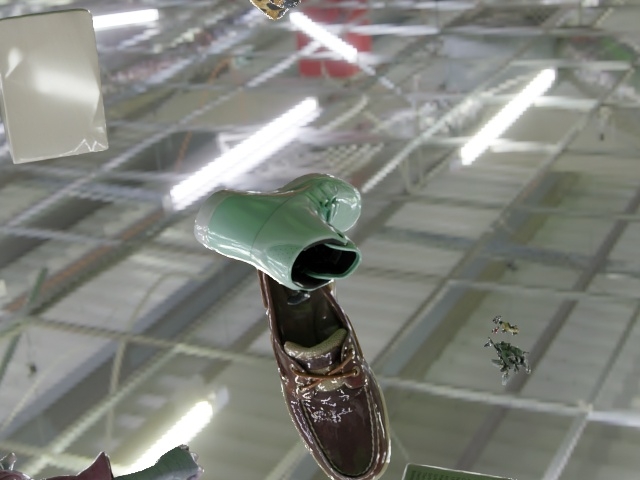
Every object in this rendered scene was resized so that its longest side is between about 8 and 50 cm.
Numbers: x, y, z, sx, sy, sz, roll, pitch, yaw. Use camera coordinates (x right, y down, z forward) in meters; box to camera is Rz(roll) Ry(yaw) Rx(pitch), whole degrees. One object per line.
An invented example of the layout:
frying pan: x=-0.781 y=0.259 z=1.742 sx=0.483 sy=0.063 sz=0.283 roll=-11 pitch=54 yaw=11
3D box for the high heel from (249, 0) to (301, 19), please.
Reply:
high heel: x=-0.053 y=-0.280 z=1.334 sx=0.093 sy=0.261 sz=0.186 roll=-12 pitch=-115 yaw=-2

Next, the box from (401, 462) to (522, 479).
box: x=0.185 y=0.246 z=0.851 sx=0.275 sy=0.094 sz=0.113 roll=8 pitch=-152 yaw=12

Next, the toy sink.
toy sink: x=-0.433 y=-0.261 z=1.855 sx=0.153 sy=0.234 sz=0.131 roll=-12 pitch=-150 yaw=-16

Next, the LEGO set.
LEGO set: x=0.183 y=0.103 z=1.129 sx=0.054 sy=0.023 sz=0.083 roll=22 pitch=-139 yaw=-31

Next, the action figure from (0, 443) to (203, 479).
action figure: x=-0.231 y=0.285 z=0.944 sx=0.248 sy=0.370 sz=0.276 roll=-28 pitch=-166 yaw=39

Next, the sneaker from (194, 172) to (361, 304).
sneaker: x=0.000 y=0.000 z=1.266 sx=0.151 sy=0.094 sz=0.256 roll=30 pitch=-156 yaw=29

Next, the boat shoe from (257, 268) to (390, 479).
boat shoe: x=-0.006 y=0.142 z=1.453 sx=0.123 sy=0.342 sz=0.123 roll=-16 pitch=173 yaw=8
